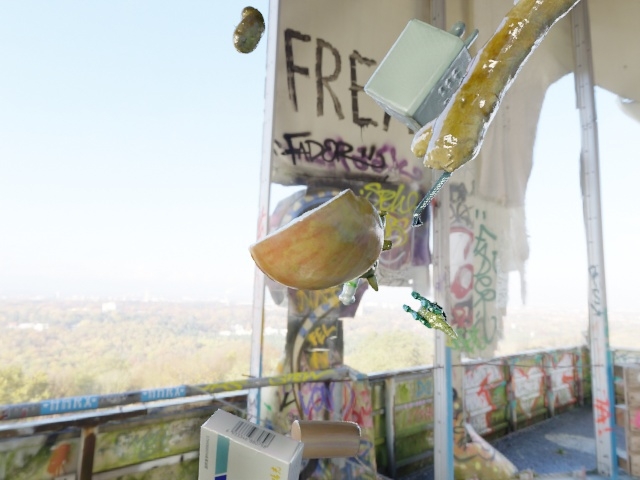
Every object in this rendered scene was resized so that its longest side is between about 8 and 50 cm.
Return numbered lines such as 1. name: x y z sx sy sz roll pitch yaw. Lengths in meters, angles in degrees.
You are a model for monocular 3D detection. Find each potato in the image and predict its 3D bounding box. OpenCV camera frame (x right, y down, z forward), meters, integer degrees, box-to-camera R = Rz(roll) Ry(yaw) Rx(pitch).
1. potato: -0.116 -0.350 0.669 0.047 0.092 0.045 2 -24 25

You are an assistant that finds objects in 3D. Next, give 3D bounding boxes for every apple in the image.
1. apple: 0.000 0.000 1.085 0.314 0.252 0.309 26 -29 -35

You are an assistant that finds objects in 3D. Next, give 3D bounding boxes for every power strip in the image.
1. power strip: 0.224 -0.346 0.818 0.139 0.224 0.140 45 17 33

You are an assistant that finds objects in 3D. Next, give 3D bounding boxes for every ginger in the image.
1. ginger: 0.235 -0.221 0.539 0.065 0.298 0.118 22 24 -33

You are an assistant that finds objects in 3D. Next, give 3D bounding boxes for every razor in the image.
1. razor: 0.296 -0.120 1.078 0.033 0.190 0.066 40 28 24

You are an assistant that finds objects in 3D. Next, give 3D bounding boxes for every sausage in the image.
1. sausage: 0.028 0.695 1.416 0.253 0.123 0.123 9 -10 -20

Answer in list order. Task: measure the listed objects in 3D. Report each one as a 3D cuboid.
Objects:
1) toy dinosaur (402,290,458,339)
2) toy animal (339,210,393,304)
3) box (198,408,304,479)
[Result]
1. toy dinosaur: 0.372 0.257 1.343 0.153 0.094 0.259 29 7 -9
2. toy animal: 0.161 0.048 1.495 0.181 0.362 0.180 4 -24 -12
3. box: -0.155 0.538 0.843 0.200 0.343 0.065 13 19 17
